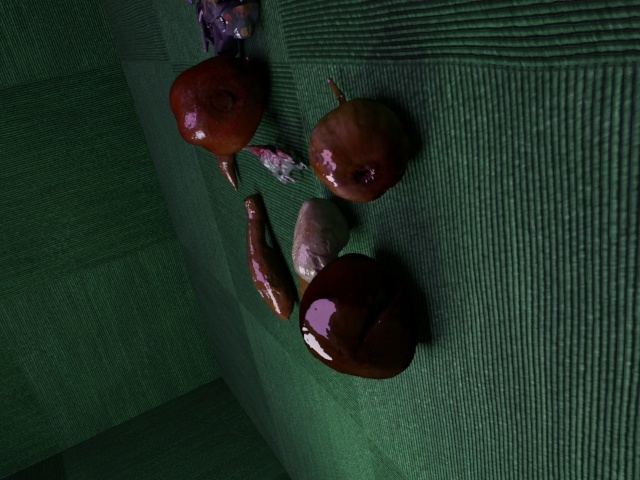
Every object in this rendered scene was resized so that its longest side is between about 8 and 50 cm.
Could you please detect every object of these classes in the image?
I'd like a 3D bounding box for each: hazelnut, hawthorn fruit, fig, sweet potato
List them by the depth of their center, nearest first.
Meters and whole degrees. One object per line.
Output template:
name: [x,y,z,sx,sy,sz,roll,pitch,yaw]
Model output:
fig: [0.047,-0.186,0.920,0.159,0.159,0.257,99,160,-51]
hazelnut: [0.076,0.148,1.059,0.251,0.217,0.217,48,163,-17]
hawthorn fruit: [-0.223,-0.328,1.293,0.261,0.224,0.224,-38,72,32]
sweet potato: [-0.166,0.056,1.642,0.109,0.109,0.384,-10,100,67]
sweet potato: [-0.286,-0.278,1.662,0.067,0.059,0.281,16,138,18]

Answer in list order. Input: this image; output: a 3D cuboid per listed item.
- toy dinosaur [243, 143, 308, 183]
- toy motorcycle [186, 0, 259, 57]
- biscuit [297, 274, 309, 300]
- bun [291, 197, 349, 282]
toy dinosaur: [-0.124,-0.201,1.303,0.242,0.053,0.167,33,174,29]
toy motorcycle: [-0.215,-0.506,1.236,0.173,0.108,0.307,64,160,-3]
biscuit: [-0.026,0.180,1.529,0.118,0.029,0.247,-127,26,-48]
bun: [0.000,0.000,1.158,0.188,0.111,0.164,-93,20,-57]
